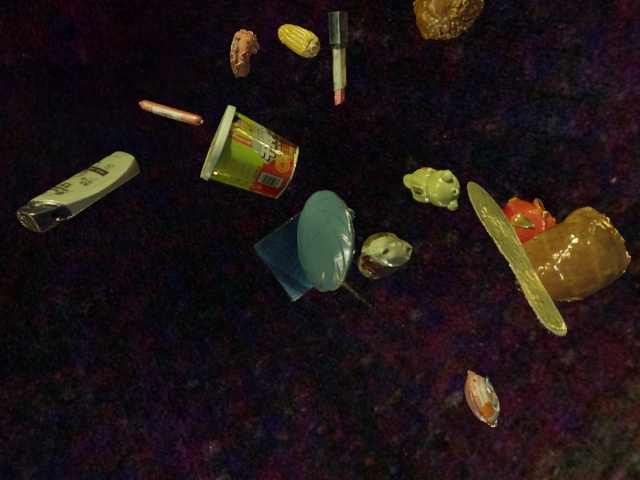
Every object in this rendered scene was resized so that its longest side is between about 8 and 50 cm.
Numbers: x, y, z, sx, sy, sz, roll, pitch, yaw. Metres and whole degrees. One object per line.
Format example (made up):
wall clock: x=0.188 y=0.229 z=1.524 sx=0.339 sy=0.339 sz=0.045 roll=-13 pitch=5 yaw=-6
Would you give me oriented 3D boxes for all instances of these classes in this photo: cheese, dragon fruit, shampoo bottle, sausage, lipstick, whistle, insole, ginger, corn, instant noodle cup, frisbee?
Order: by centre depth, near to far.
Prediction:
insole: x=0.337 y=0.018 z=0.756 sx=0.109 sy=0.323 sz=0.007 roll=9 pitch=140 yaw=-34
ginger: x=0.665 y=0.046 z=1.133 sx=0.269 sy=0.201 sz=0.223 roll=-24 pitch=159 yaw=-24
frisbee: x=-0.004 y=0.001 z=1.219 sx=0.049 sy=0.289 sz=0.290 roll=-1 pitch=120 yaw=-33
sausage: x=-0.427 y=-0.364 z=1.229 sx=0.029 sy=0.222 sz=0.030 roll=19 pitch=90 yaw=-75
corn: x=-0.063 y=-0.573 z=1.233 sx=0.067 sy=0.206 sz=0.068 roll=-18 pitch=131 yaw=-22
shampoo bottle: x=-0.693 y=-0.149 z=1.270 sx=0.359 sy=0.134 sz=0.078 roll=-53 pitch=148 yaw=-45
whistle: x=0.365 y=-0.181 z=1.429 sx=0.106 sy=0.288 sz=0.131 roll=-24 pitch=112 yaw=-13
cheese: x=0.558 y=0.529 z=1.467 sx=0.074 sy=0.189 sz=0.285 roll=-30 pitch=158 yaw=27
dragon fruit: x=0.746 y=-0.039 z=1.562 sx=0.224 sy=0.227 sz=0.224 roll=-34 pitch=157 yaw=-17
lipstick: x=0.070 y=-0.657 z=1.570 sx=0.051 sy=0.051 sz=0.313 roll=-30 pitch=126 yaw=-43
instant noodle cup: x=-0.265 y=-0.318 z=1.665 sx=0.307 sy=0.294 sz=0.294 roll=22 pitch=108 yaw=-20

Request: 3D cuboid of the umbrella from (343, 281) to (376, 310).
umbrella: x=0.086 y=0.157 z=1.493 sx=0.044 sy=0.269 sz=0.044 roll=-54 pitch=157 yaw=11

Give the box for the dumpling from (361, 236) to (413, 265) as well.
dumpling: x=0.240 y=0.030 z=1.571 sx=0.216 sy=0.149 sz=0.105 roll=-3 pitch=125 yaw=-38

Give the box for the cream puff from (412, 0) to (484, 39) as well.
cream puff: x=0.248 y=-0.445 z=0.827 sx=0.126 sy=0.143 sz=0.103 roll=-43 pitch=110 yaw=-25

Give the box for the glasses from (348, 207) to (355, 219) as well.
glasses: x=0.020 y=-0.086 z=1.910 sx=0.206 sy=0.102 sz=0.239 roll=37 pitch=115 yaw=-5

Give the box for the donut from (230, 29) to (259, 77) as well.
donut: x=-0.259 y=-0.647 z=1.460 sx=0.117 sy=0.065 sz=0.166 roll=80 pitch=21 yaw=-74

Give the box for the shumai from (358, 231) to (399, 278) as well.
shumai: x=0.307 y=0.060 z=2.130 sx=0.272 sy=0.221 sz=0.204 roll=-62 pitch=170 yaw=-18

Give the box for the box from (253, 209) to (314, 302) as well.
box: x=-0.090 y=0.060 z=1.758 sx=0.261 sy=0.116 sz=0.279 roll=-36 pitch=95 yaw=-6
